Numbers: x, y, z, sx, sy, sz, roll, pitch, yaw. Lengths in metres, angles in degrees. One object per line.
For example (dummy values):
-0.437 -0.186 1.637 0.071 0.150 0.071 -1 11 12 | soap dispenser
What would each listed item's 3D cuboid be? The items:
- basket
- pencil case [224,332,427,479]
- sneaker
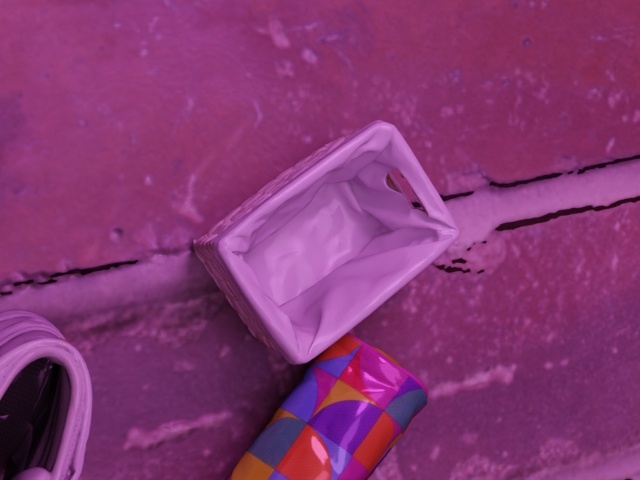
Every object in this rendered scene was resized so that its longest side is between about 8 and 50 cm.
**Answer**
0.000 0.000 0.853 0.167 0.103 0.113 -37 102 -17 | basket
-0.017 0.183 0.850 0.104 0.104 0.236 41 78 -16 | pencil case
-0.246 0.183 0.722 0.108 0.169 0.293 28 81 -20 | sneaker
